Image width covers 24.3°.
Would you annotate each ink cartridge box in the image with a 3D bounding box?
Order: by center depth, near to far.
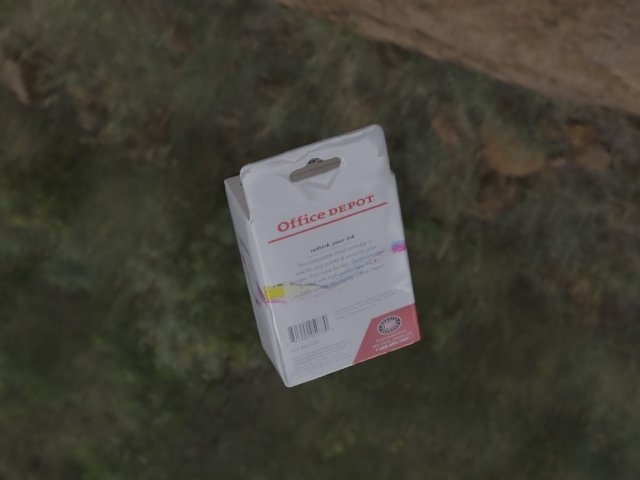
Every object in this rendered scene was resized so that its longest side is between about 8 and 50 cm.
[{"bbox_3d":[0.000,0.000,1.111,0.067,0.115,0.198,-125,20,-54],"label":"ink cartridge box"}]
